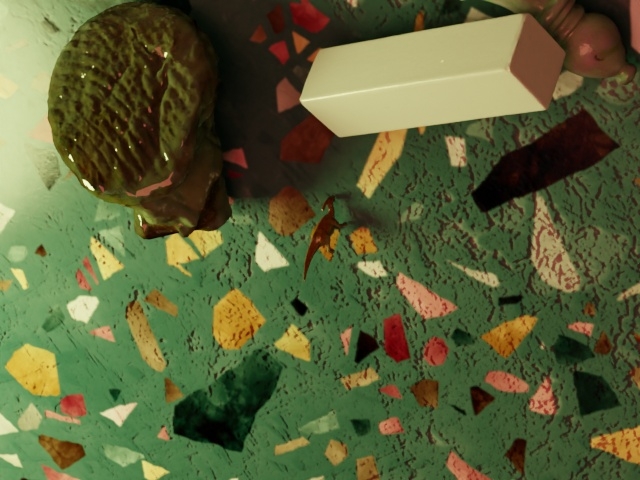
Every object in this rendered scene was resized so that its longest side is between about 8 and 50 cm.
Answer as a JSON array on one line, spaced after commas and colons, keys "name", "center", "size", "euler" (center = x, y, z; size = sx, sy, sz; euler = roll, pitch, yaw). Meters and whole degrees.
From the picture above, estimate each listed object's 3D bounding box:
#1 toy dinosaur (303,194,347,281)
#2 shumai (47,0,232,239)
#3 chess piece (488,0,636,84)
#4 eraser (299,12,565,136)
[{"name": "toy dinosaur", "center": [0.003, 0.000, 1.963], "size": [0.026, 0.041, 0.113], "euler": [11, 78, 38]}, {"name": "shumai", "center": [-0.200, -0.143, 1.968], "size": [0.222, 0.204, 0.271], "euler": [3, 79, 21]}, {"name": "chess piece", "center": [0.228, -0.255, 1.724], "size": [0.272, 0.139, 0.139], "euler": [36, 123, -9]}, {"name": "eraser", "center": [0.116, -0.176, 1.761], "size": [0.298, 0.076, 0.078], "euler": [-3, 146, 44]}]
